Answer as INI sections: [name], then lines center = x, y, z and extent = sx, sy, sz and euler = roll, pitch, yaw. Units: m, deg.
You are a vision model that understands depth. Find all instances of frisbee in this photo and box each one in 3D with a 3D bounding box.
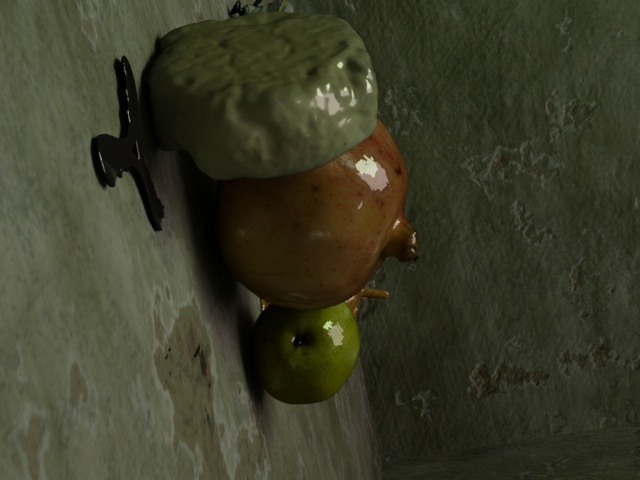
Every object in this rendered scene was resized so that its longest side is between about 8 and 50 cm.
[frisbee]
center = -0.207, -0.085, 0.968
extent = 0.211, 0.012, 0.187
euler = -92, 171, -53

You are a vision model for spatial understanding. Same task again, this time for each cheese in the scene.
[cheese]
center = -0.084, -0.199, 1.129
extent = 0.318, 0.326, 0.115
euler = -40, 136, -39

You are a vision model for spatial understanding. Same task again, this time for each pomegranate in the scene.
[pomegranate]
center = 0.002, -0.049, 1.304
extent = 0.338, 0.338, 0.338
euler = -10, 90, -84

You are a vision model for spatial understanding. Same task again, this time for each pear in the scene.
[pear]
center = -0.024, 0.176, 1.430
extent = 0.198, 0.198, 0.198
euler = -10, 90, -84

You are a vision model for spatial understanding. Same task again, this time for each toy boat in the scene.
[toy boat]
center = -0.127, -0.426, 1.795
extent = 0.269, 0.140, 0.141
euler = -93, 170, -49

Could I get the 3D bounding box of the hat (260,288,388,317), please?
[hat]
center = 0.019, 0.123, 1.682
extent = 0.244, 0.233, 0.234
euler = 36, 45, -80
